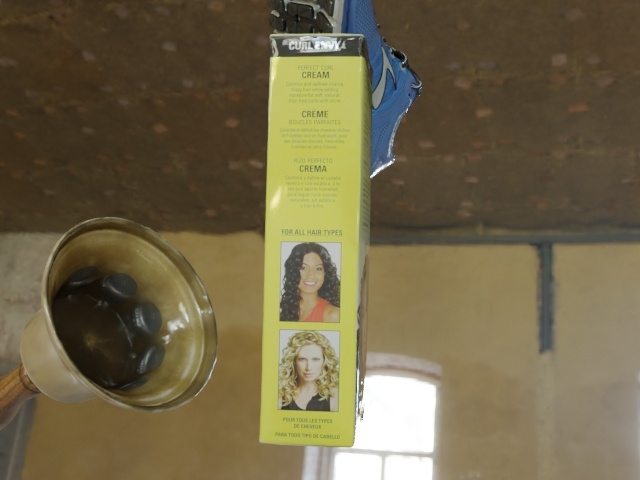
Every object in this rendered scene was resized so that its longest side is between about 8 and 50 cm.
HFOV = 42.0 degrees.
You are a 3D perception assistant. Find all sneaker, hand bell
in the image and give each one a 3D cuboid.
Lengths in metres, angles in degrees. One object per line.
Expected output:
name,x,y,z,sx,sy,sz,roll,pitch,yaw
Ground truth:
sneaker,0.035,-0.209,0.972,0.147,0.130,0.330,-25,-46,-24
hand bell,-0.196,0.092,0.568,0.242,0.126,0.126,-30,-38,34

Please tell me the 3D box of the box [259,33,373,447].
box,0.000,0.000,0.503,0.058,0.232,0.087,1,-1,6
